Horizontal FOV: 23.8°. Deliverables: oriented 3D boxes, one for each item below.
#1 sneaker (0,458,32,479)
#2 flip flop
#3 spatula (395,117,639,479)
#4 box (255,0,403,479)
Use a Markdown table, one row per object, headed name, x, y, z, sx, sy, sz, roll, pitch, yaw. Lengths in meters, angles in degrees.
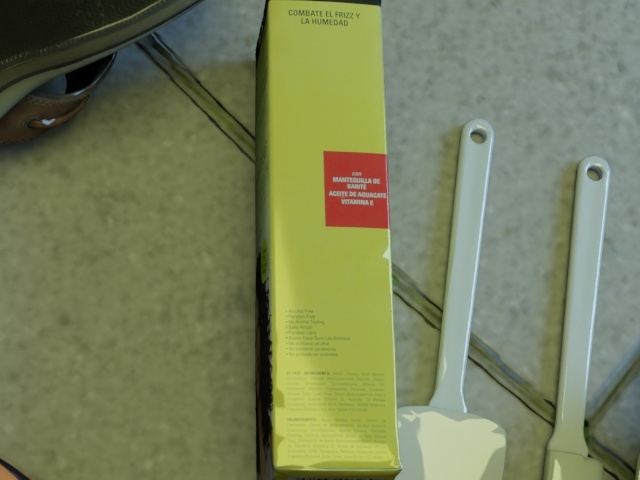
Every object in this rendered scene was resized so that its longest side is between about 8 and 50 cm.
| name | x | y | z | sx | sy | sz | roll | pitch | yaw |
| --- | --- | --- | --- | --- | --- | --- | --- | --- | --- |
| sneaker | -0.183 | 0.232 | 0.567 | 0.180 | 0.124 | 0.321 | 32 | 69 | 6 |
| flip flop | -0.157 | -0.083 | 0.718 | 0.277 | 0.080 | 0.112 | -39 | 67 | -2 |
| spatula | 0.120 | 0.056 | 0.729 | 0.168 | 0.019 | 0.242 | 10 | 69 | -3 |
| box | 0.000 | 0.000 | 0.699 | 0.058 | 0.087 | 0.232 | 2 | 68 | -7 |
